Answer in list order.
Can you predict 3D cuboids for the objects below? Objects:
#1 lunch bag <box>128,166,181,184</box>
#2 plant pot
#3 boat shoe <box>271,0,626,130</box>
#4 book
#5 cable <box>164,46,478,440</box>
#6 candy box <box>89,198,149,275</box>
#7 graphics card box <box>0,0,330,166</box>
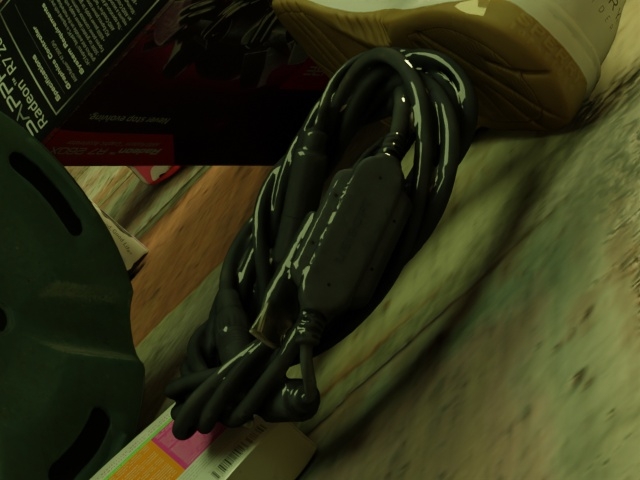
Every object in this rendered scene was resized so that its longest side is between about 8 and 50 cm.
[{"bbox_3d":[-0.086,-0.190,1.572,0.293,0.120,0.258,-58,10,-28],"label":"lunch bag"},{"bbox_3d":[-0.294,0.089,0.994,0.334,0.341,0.341,-29,22,39],"label":"plant pot"},{"bbox_3d":[0.065,-0.107,0.835,0.096,0.098,0.277,-50,21,-10],"label":"boat shoe"},{"bbox_3d":[-0.058,0.102,0.757,0.096,0.035,0.144,-47,12,-8],"label":"book"},{"bbox_3d":[0.000,0.000,0.733,0.150,0.047,0.184,-38,25,58],"label":"cable"},{"bbox_3d":[-0.231,0.068,1.378,0.196,0.070,0.165,-53,13,-18],"label":"candy box"},{"bbox_3d":[-0.004,-0.181,1.018,0.371,0.094,0.233,-44,-24,30],"label":"graphics card box"}]
